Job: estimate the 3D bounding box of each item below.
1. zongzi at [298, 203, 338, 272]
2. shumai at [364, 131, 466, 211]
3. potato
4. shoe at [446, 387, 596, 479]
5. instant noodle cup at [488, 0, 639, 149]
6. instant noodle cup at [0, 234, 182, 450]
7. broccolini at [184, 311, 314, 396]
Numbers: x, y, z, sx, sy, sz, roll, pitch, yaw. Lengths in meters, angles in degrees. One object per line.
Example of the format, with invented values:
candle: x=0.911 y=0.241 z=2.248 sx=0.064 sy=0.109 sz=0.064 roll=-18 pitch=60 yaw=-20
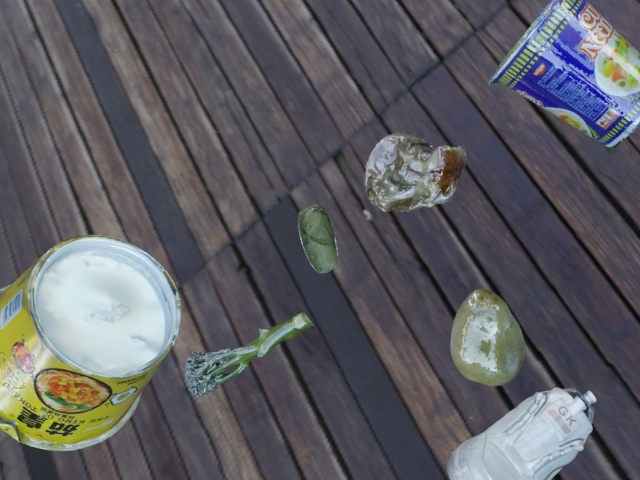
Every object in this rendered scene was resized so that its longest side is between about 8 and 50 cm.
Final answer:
zongzi: x=0.000 y=0.000 z=1.328 sx=0.052 sy=0.113 sz=0.104 roll=-18 pitch=94 yaw=-5
shumai: x=0.186 y=-0.116 z=1.700 sx=0.153 sy=0.209 sz=0.161 roll=22 pitch=79 yaw=36
potato: x=0.335 y=0.191 z=1.821 sx=0.157 sy=0.194 sz=0.157 roll=-7 pitch=33 yaw=4
shoe: x=0.310 y=0.282 z=1.289 sx=0.124 sy=0.316 sz=0.159 roll=51 pitch=120 yaw=15
instant noodle cup: x=0.579 y=-0.368 z=1.993 sx=0.312 sy=0.284 sz=0.284 roll=38 pitch=99 yaw=1
instant noodle cup: x=-0.223 y=0.087 z=0.843 sx=0.144 sy=0.182 sz=0.182 roll=-41 pitch=54 yaw=45
broccolini: x=-0.102 y=0.140 z=1.213 sx=0.216 sy=0.067 sz=0.058 roll=-35 pitch=75 yaw=30
